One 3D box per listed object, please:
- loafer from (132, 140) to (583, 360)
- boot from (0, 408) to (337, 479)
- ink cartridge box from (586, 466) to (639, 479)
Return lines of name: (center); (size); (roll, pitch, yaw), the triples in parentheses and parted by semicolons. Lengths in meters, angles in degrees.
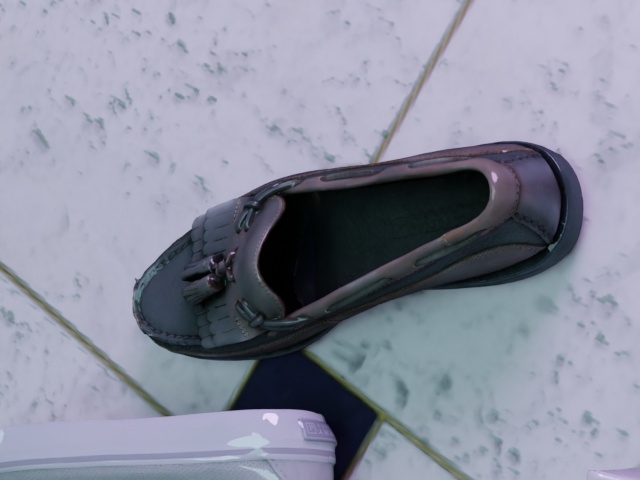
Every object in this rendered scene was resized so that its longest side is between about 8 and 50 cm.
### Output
loafer: (0.000, 0.000, 0.834); (0.267, 0.084, 0.096); (-17, 76, 29)
boot: (-0.111, 0.164, 0.875); (0.258, 0.095, 0.123); (-9, 73, 29)
ink cartridge box: (0.202, 0.236, 0.621); (0.198, 0.197, 0.270); (9, 89, 31)
